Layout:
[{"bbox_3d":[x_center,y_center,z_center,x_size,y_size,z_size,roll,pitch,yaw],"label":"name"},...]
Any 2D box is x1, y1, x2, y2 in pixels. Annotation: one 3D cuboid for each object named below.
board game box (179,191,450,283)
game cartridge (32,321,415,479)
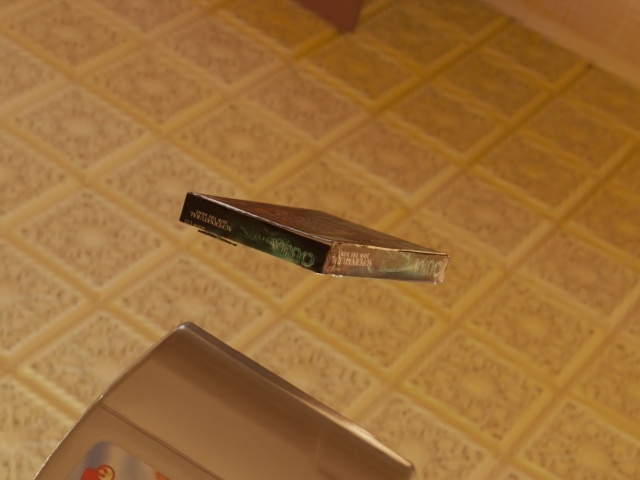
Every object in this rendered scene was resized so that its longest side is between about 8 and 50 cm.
[{"bbox_3d":[0.000,0.000,1.104,0.126,0.026,0.186,20,-173,30],"label":"board game box"},{"bbox_3d":[-0.100,0.211,0.929,0.198,0.297,0.062,30,-169,-2],"label":"game cartridge"}]
